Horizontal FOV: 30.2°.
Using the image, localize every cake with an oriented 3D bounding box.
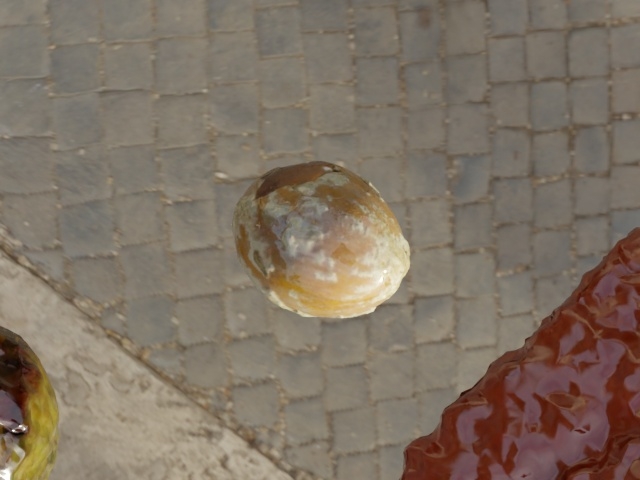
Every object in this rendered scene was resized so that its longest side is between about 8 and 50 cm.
[{"bbox_3d":[0.249,0.191,0.724,0.270,0.269,0.319,-44,142,10],"label":"cake"}]

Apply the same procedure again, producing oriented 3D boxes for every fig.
[{"bbox_3d":[-0.417,0.263,1.477,0.286,0.286,0.369,-53,142,-8],"label":"fig"}]

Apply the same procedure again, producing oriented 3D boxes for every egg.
[{"bbox_3d":[0.000,0.000,1.466,0.195,0.233,0.195,-36,139,-39],"label":"egg"}]
